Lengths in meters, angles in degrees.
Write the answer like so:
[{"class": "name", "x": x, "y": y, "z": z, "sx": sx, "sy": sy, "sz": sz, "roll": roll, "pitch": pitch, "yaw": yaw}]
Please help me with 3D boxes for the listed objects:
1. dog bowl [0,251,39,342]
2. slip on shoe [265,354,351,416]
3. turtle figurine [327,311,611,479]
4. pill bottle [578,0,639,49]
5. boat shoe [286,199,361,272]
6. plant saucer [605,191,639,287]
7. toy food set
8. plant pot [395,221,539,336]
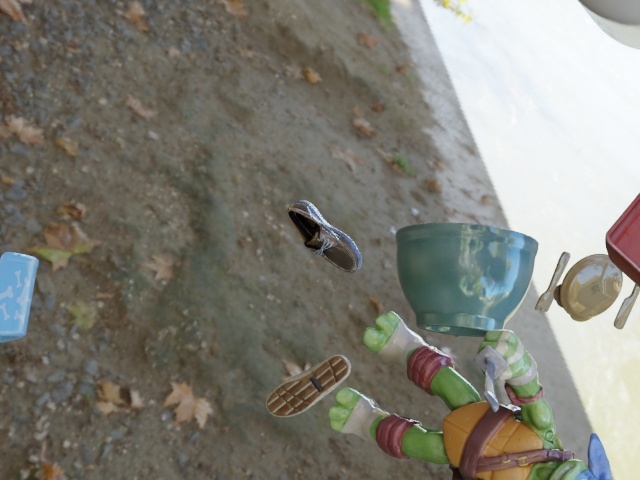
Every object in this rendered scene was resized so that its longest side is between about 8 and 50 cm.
[{"class": "dog bowl", "x": -0.364, "y": 0.053, "z": 0.655, "sx": 0.297, "sy": 0.166, "sz": 0.074, "roll": 17, "pitch": 65, "yaw": -69}, {"class": "slip on shoe", "x": -0.015, "y": 0.210, "z": 1.145, "sx": 0.051, "sy": 0.135, "sz": 0.041, "roll": 54, "pitch": 2, "yaw": 11}, {"class": "turtle figurine", "x": 0.102, "y": 0.167, "z": 0.722, "sx": 0.274, "sy": 0.198, "sz": 0.266, "roll": -13, "pitch": 22, "yaw": -33}, {"class": "pill bottle", "x": 0.345, "y": -0.304, "z": 0.812, "sx": 0.188, "sy": 0.188, "sz": 0.334, "roll": 44, "pitch": 22, "yaw": 15}, {"class": "boat shoe", "x": 0.000, "y": 0.000, "z": 1.553, "sx": 0.183, "sy": 0.066, "sz": 0.066, "roll": 43, "pitch": 27, "yaw": 10}, {"class": "plant saucer", "x": 0.499, "y": 0.031, "z": 1.015, "sx": 0.259, "sy": 0.048, "sz": 0.258, "roll": 44, "pitch": 54, "yaw": 9}, {"class": "toy food set", "x": 0.465, "y": 0.081, "z": 1.381, "sx": 0.192, "sy": 0.132, "sz": 0.038, "roll": 14, "pitch": 16, "yaw": -22}, {"class": "plant pot", "x": 0.290, "y": 0.093, "z": 1.625, "sx": 0.293, "sy": 0.293, "sz": 0.196, "roll": 15, "pitch": 76, "yaw": -33}]
